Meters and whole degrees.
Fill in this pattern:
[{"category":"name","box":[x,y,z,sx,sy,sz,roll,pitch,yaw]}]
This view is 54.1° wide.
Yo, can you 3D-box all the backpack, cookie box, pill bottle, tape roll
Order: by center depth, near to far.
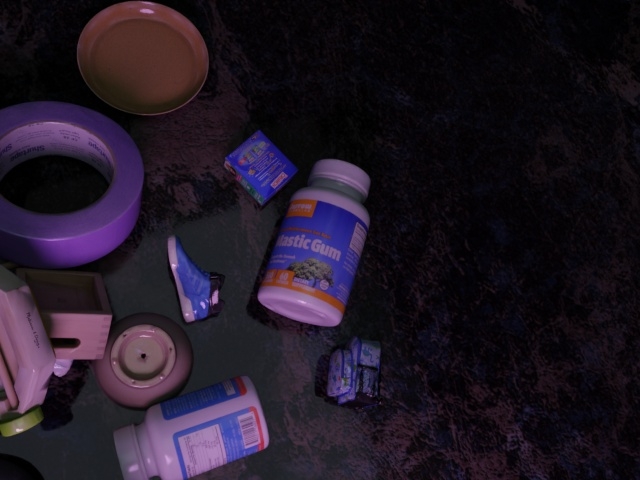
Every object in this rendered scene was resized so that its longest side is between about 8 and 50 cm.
[{"category":"pill bottle","box":[-0.202,0.303,0.982,0.221,0.124,0.124,-15,79,-18]},{"category":"tape roll","box":[-0.429,-0.094,1.010,0.274,0.090,0.275,10,54,-14]},{"category":"backpack","box":[0.060,0.224,1.082,0.084,0.105,0.115,15,67,-11]},{"category":"pill bottle","box":[0.000,0.000,1.102,0.152,0.152,0.272,20,71,-8]},{"category":"cookie box","box":[-0.112,-0.135,1.170,0.107,0.040,0.092,46,69,1]}]

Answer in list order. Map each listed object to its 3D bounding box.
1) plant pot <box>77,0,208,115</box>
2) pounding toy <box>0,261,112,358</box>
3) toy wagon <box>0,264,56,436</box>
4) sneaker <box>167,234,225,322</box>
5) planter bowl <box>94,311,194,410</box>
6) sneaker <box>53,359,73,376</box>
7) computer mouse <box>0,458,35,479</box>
[{"category":"plant pot","box":[-0.329,-0.337,1.175,0.236,0.032,0.237,4,73,-13]},{"category":"pounding toy","box":[-0.439,0.095,0.975,0.180,0.206,0.094,6,114,-30]},{"category":"toy wagon","box":[-0.525,0.149,0.885,0.068,0.344,0.268,-28,101,-63]},{"category":"sneaker","box":[-0.210,0.057,1.081,0.084,0.058,0.152,-14,83,-12]},{"category":"planter bowl","box":[-0.282,0.189,1.001,0.161,0.109,0.162,4,75,-13]},{"category":"sneaker","box":[-0.466,0.176,0.986,0.152,0.053,0.061,14,75,-11]},{"category":"computer mouse","box":[-0.522,0.348,0.856,0.261,0.184,0.060,19,104,-9]}]
